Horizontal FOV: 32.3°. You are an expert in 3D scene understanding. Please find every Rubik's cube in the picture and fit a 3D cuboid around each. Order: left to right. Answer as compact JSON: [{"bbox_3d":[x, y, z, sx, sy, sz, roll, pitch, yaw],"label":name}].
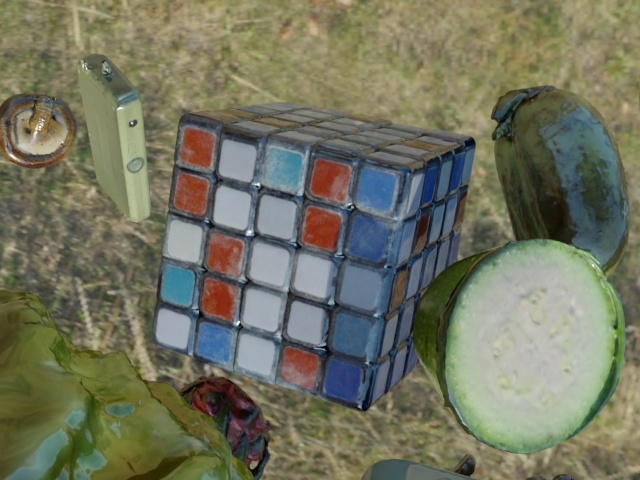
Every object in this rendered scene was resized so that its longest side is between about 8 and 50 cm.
[{"bbox_3d":[0.000,0.000,1.333,0.287,0.291,0.293,-25,128,-65],"label":"Rubik's cube"}]

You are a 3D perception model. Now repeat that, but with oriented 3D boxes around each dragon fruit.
[{"bbox_3d":[-0.152,0.266,1.406,0.172,0.160,0.166,-50,162,-20],"label":"dragon fruit"}]

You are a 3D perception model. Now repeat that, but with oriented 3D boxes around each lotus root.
[{"bbox_3d":[0.311,-0.053,1.426,0.173,0.173,0.309,7,65,-40],"label":"lotus root"}]

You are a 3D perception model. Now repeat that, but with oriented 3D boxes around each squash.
[{"bbox_3d":[0.152,0.077,0.892,0.170,0.123,0.170,-2,97,-16],"label":"squash"}]

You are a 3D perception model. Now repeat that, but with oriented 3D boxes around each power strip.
[{"bbox_3d":[-0.181,-0.094,0.982,0.028,0.076,0.169,-28,146,-25],"label":"power strip"}]

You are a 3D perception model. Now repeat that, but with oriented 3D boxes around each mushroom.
[{"bbox_3d":[-0.434,-0.167,1.678,0.127,0.087,0.127,-7,105,-26],"label":"mushroom"}]

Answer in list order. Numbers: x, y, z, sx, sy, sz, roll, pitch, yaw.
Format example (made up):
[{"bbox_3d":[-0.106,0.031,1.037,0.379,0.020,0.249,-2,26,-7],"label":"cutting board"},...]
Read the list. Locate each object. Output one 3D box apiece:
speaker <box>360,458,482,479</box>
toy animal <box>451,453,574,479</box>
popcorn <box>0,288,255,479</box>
[{"bbox_3d":[0.210,0.381,1.111,0.184,0.406,0.183,-62,165,-61],"label":"speaker"},{"bbox_3d":[0.166,0.370,1.265,0.157,0.097,0.312,39,87,7],"label":"toy animal"},{"bbox_3d":[-0.139,0.171,0.555,0.325,0.321,0.290,13,120,-17],"label":"popcorn"}]
